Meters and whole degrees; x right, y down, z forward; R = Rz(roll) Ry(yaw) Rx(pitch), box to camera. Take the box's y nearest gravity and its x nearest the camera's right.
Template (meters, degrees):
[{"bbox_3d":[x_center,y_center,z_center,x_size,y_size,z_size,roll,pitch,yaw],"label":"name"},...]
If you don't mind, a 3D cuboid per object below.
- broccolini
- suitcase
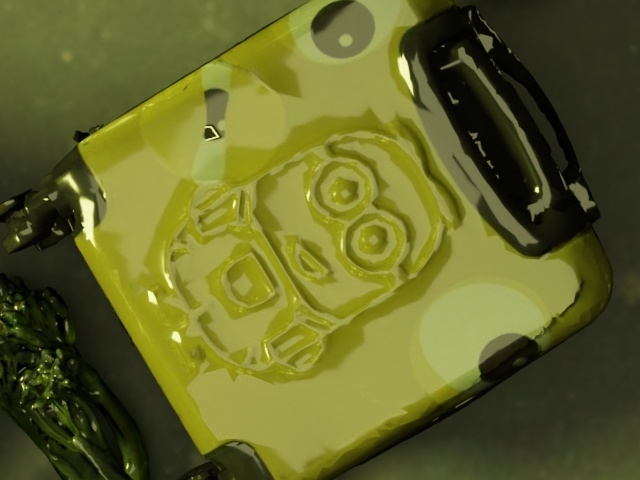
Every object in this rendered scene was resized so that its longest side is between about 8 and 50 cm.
[{"bbox_3d":[-0.107,0.098,0.855,0.068,0.091,0.203,-48,111,-28],"label":"broccolini"},{"bbox_3d":[0.000,0.000,0.801,0.235,0.143,0.194,-31,90,3],"label":"suitcase"}]
